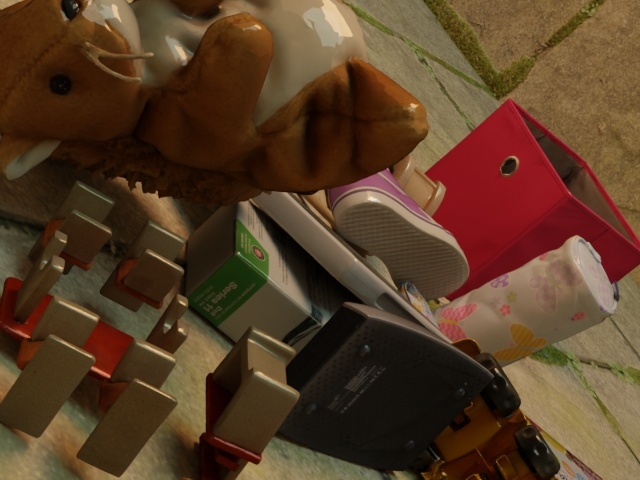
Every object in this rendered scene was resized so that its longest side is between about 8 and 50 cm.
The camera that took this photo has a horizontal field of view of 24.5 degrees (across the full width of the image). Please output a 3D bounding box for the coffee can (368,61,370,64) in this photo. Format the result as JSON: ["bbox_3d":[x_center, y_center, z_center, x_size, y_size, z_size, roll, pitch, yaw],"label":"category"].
[{"bbox_3d":[-0.050,-0.267,2.120,0.201,0.201,0.275,30,25,-45],"label":"coffee can"}]

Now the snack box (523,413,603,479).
[{"bbox_3d":[0.306,0.333,1.927,0.207,0.070,0.174,39,20,-25],"label":"snack box"}]

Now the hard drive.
[{"bbox_3d":[0.060,0.155,1.562,0.255,0.172,0.054,28,19,-49],"label":"hard drive"}]

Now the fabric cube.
[{"bbox_3d":[0.324,-0.024,2.407,0.259,0.258,0.254,33,24,-41],"label":"fabric cube"}]

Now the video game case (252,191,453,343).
[{"bbox_3d":[0.000,0.000,1.756,0.329,0.036,0.300,44,2,37],"label":"video game case"}]

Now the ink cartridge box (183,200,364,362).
[{"bbox_3d":[-0.046,0.067,1.625,0.208,0.087,0.153,41,18,-20],"label":"ink cartridge box"}]

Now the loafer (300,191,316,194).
[{"bbox_3d":[-0.033,-0.091,1.968,0.061,0.062,0.170,48,-4,-31],"label":"loafer"}]

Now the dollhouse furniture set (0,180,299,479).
[{"bbox_3d":[-0.160,0.108,1.273,0.259,0.135,0.262,29,23,-19],"label":"dollhouse furniture set"}]

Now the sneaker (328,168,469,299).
[{"bbox_3d":[0.100,-0.039,1.962,0.282,0.102,0.161,44,21,-46],"label":"sneaker"}]

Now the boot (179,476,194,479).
[{"bbox_3d":[-0.013,0.298,1.143,0.211,0.104,0.295,25,17,-18],"label":"boot"}]

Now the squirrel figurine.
[{"bbox_3d":[-0.163,-0.141,1.435,0.370,0.397,0.281,-10,76,-29],"label":"squirrel figurine"}]

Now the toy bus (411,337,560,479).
[{"bbox_3d":[0.191,0.251,1.751,0.220,0.149,0.211,59,4,23],"label":"toy bus"}]

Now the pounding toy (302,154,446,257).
[{"bbox_3d":[0.069,-0.086,2.101,0.155,0.154,0.269,40,19,-25],"label":"pounding toy"}]

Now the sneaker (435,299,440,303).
[{"bbox_3d":[0.166,0.067,2.213,0.098,0.038,0.069,10,42,-49],"label":"sneaker"}]

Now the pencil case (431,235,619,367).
[{"bbox_3d":[0.257,0.096,1.978,0.113,0.273,0.124,41,29,-41],"label":"pencil case"}]

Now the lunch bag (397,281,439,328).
[{"bbox_3d":[0.109,0.104,1.937,0.053,0.071,0.083,29,25,-43],"label":"lunch bag"}]
